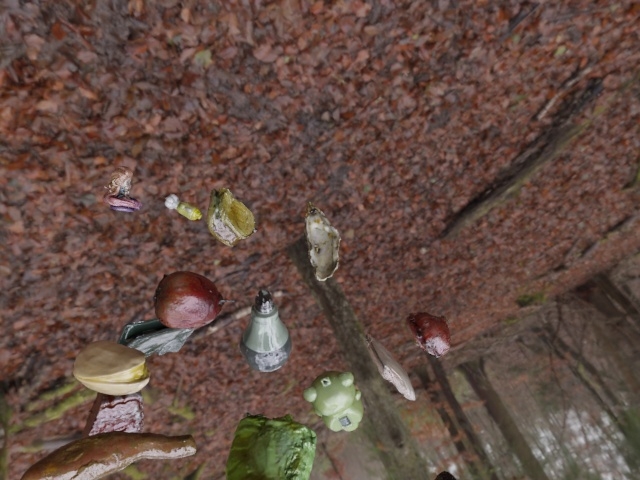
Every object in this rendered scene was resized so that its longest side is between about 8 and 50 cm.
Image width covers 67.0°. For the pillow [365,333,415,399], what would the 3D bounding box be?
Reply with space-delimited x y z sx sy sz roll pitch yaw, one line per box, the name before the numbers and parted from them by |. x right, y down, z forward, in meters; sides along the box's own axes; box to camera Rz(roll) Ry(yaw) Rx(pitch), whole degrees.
pillow | 0.258 0.468 1.779 0.067 0.173 0.270 -35 130 8

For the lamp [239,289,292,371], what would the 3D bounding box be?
lamp | -0.180 0.316 1.610 0.181 0.182 0.314 -21 147 -24

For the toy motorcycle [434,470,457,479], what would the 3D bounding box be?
toy motorcycle | 0.428 0.820 1.278 0.134 0.402 0.207 -18 -176 -29

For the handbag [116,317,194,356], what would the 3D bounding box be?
handbag | -0.588 0.353 1.708 0.247 0.079 0.260 -8 150 -42

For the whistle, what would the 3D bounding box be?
whistle | 0.048 0.423 1.255 0.131 0.106 0.289 -24 136 0

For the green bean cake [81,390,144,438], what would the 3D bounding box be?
green bean cake | -0.665 0.560 1.537 0.198 0.097 0.233 -5 126 -32

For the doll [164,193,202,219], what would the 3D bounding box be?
doll | -0.572 -0.138 2.010 0.062 0.162 0.106 -62 -179 -12

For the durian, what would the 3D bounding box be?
durian | -0.124 0.545 1.165 0.256 0.204 0.340 -53 -168 44

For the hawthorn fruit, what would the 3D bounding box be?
hawthorn fruit | -0.366 0.180 1.415 0.234 0.181 0.181 12 144 -21

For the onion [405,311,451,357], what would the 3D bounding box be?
onion | 0.379 0.309 1.658 0.147 0.184 0.184 -43 164 -11

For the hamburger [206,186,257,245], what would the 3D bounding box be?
hamburger | -0.429 -0.089 2.275 0.132 0.211 0.309 -9 143 26

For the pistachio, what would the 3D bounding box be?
pistachio | -0.487 0.303 1.126 0.200 0.117 0.145 11 -162 33

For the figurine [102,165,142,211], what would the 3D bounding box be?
figurine | -0.664 -0.164 1.599 0.113 0.157 0.126 -14 -169 0

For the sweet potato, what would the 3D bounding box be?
sweet potato | -0.468 0.485 1.100 0.385 0.109 0.109 1 146 -42

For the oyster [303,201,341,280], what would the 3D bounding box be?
oyster | -0.002 0.003 2.039 0.166 0.342 0.110 -25 157 -5
